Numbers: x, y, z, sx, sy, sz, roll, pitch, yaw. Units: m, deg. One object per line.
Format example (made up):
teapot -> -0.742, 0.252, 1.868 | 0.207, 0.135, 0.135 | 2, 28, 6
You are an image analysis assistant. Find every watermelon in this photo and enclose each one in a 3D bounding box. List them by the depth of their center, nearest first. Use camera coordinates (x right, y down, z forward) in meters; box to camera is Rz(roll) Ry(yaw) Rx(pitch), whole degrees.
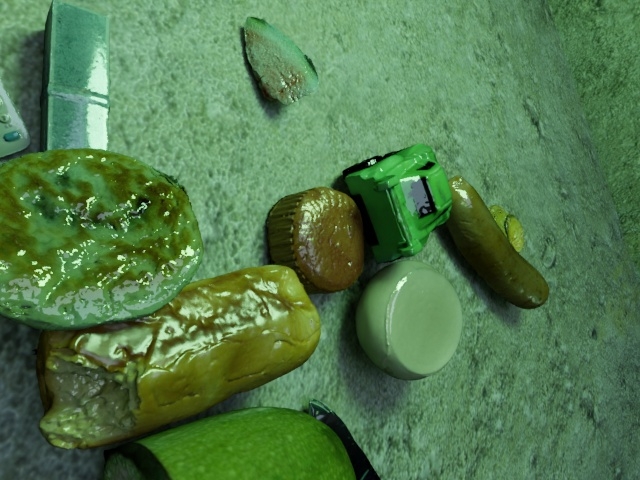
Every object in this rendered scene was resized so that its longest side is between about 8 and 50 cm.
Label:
watermelon -> -0.084, -0.331, 0.787 | 0.094, 0.081, 0.180 | -26, 82, -24

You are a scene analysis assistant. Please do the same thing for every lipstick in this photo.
lipstick -> -0.317, -0.151, 0.544 | 0.077, 0.076, 0.290 | 3, 79, -39

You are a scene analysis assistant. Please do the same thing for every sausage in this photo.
sausage -> 0.458, 0.031, 1.126 | 0.136, 0.123, 0.500 | -45, 114, 5

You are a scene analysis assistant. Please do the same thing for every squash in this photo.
squash -> -0.063, 0.349, 0.517 | 0.308, 0.310, 0.311 | -6, 85, -43

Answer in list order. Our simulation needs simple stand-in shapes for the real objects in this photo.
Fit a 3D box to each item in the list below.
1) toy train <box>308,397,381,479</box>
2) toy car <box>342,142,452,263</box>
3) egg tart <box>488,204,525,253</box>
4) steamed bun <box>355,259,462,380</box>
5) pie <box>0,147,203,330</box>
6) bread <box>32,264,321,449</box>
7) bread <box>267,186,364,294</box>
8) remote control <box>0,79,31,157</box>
toy train -> 0.040, 0.385, 0.762 | 0.055, 0.048, 0.252 | -36, 99, -34
toy car -> 0.182, -0.088, 0.879 | 0.358, 0.176, 0.214 | -29, 101, -45
egg tart -> 0.552, -0.015, 1.256 | 0.191, 0.074, 0.192 | 9, 77, -41
steamed bun -> 0.163, 0.155, 0.843 | 0.231, 0.145, 0.232 | 2, 85, -31
pie -> -0.240, -0.012, 0.444 | 0.240, 0.054, 0.241 | 17, 46, -19
bread -> -0.165, 0.145, 0.542 | 0.343, 0.195, 0.149 | -12, 69, -41
bread -> 0.001, 0.000, 0.765 | 0.199, 0.104, 0.200 | 8, 77, -39
remote control -> -0.427, -0.206, 0.487 | 0.073, 0.044, 0.229 | -29, 108, -24
